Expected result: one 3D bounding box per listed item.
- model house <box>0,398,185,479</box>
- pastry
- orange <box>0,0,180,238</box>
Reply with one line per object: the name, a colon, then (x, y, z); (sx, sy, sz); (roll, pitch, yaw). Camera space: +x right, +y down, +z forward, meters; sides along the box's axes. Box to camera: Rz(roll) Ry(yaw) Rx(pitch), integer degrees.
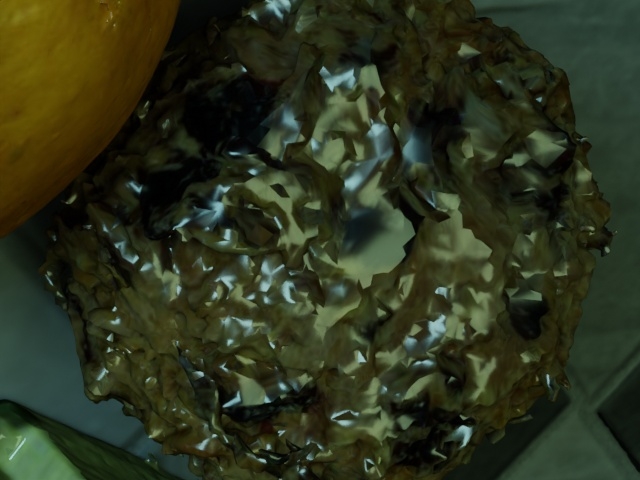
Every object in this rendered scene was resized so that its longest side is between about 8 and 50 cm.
model house: (-0.085, 0.261, 0.862); (0.321, 0.266, 0.261); (35, 84, -37)
pastry: (0.000, 0.000, 0.845); (0.274, 0.193, 0.275); (-3, 98, -24)
orange: (-0.188, -0.111, 0.674); (0.283, 0.226, 0.284); (-14, 121, -25)
